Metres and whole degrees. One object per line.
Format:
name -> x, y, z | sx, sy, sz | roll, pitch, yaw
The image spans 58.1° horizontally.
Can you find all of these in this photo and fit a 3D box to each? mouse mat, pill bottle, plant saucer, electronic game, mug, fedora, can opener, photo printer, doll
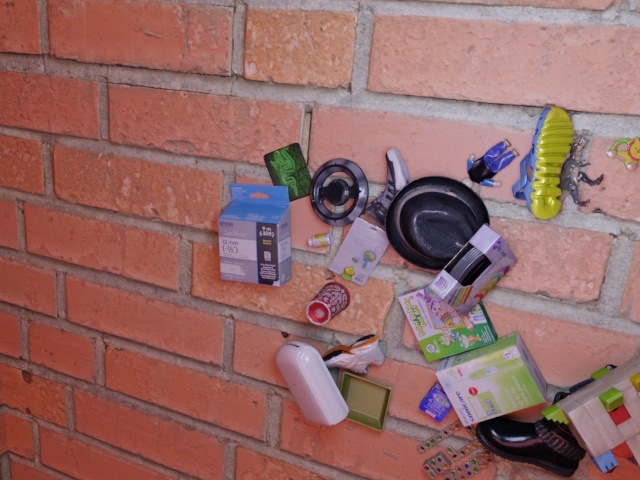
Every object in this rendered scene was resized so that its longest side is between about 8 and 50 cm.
mouse mat -> -0.109, -0.234, 2.025 | 0.153, 0.007, 0.189 | -17, 96, 26
pill bottle -> 0.000, 0.000, 2.021 | 0.083, 0.043, 0.043 | -9, 100, 25
plant saucer -> 0.162, 0.581, 2.109 | 0.188, 0.045, 0.188 | 16, 110, 18
electronic game -> 0.060, -0.161, 1.931 | 0.229, 0.048, 0.229 | 1, 91, 34
mug -> 0.018, 0.238, 2.008 | 0.113, 0.169, 0.150 | 29, 113, 13
fedora -> 0.364, -0.031, 1.744 | 0.334, 0.152, 0.334 | 0, 109, 0
can opener -> 0.852, 0.440, 1.772 | 0.186, 0.059, 0.073 | -33, 90, 26
photo printer -> -0.045, 0.507, 2.084 | 0.307, 0.107, 0.256 | 63, 154, -3
doll -> 0.508, -0.218, 1.746 | 0.189, 0.046, 0.129 | -40, 86, 26

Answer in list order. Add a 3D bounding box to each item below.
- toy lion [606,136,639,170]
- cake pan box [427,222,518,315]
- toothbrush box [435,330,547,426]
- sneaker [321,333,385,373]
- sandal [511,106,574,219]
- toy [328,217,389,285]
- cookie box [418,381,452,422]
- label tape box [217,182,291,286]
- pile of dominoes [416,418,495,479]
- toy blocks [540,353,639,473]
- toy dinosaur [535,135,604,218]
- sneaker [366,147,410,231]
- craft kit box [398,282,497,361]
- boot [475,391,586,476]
toy lion -> 0.865, -0.249, 1.598 | 0.100, 0.034, 0.096 | 37, 108, 10
cake pan box -> 0.454, 0.093, 1.701 | 0.245, 0.267, 0.070 | -49, 56, 4
toothbrush box -> 0.553, 0.450, 1.867 | 0.283, 0.122, 0.206 | -27, 92, 28
sneaker -> 0.111, 0.436, 2.067 | 0.262, 0.099, 0.121 | -24, 101, 29
sandal -> 0.627, -0.226, 1.657 | 0.126, 0.138, 0.317 | 7, 99, -24
toy -> 0.138, 0.033, 1.962 | 0.137, 0.056, 0.237 | 27, 120, -1
cookie box -> 0.408, 0.563, 2.003 | 0.092, 0.040, 0.107 | 35, 114, 11
label tape box -> -0.240, -0.022, 2.078 | 0.249, 0.115, 0.347 | 6, 108, 23
pile of dominoes -> 0.476, 0.763, 2.029 | 0.196, 0.040, 0.251 | 48, 117, 5
toy blocks -> 0.866, 0.511, 1.618 | 0.381, 0.191, 0.261 | -30, 90, 0
toy dinosaur -> 0.733, -0.162, 1.660 | 0.118, 0.064, 0.268 | 30, 115, 29
sneaker -> 0.215, -0.154, 1.855 | 0.153, 0.101, 0.268 | -12, 102, 23
craft kit box -> 0.420, 0.252, 1.908 | 0.247, 0.061, 0.249 | -24, 94, 29
boot -> 0.691, 0.583, 1.814 | 0.348, 0.131, 0.260 | 15, 126, 8
